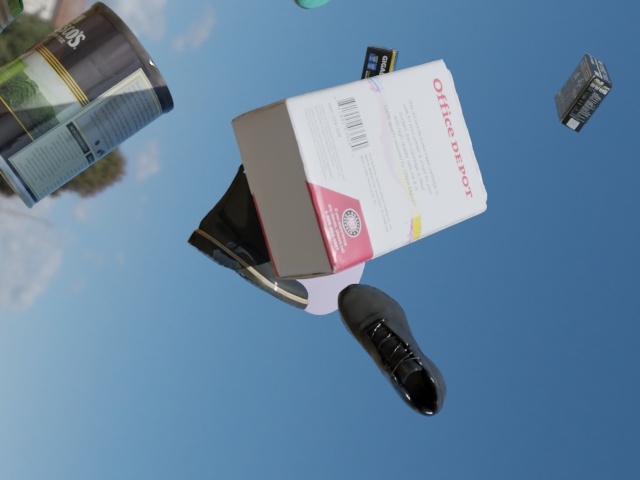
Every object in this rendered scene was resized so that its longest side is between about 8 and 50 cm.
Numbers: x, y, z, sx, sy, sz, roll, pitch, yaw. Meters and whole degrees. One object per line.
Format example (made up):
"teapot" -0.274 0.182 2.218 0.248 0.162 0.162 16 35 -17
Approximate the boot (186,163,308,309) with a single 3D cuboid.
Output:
"boot" -0.070 -0.002 1.378 0.137 0.198 0.077 -59 -152 -7

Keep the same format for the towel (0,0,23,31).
"towel" -0.631 -0.459 1.910 0.152 0.023 0.113 -26 -100 36

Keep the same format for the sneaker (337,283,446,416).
"sneaker" 0.135 0.196 1.767 0.109 0.286 0.130 -40 -178 4

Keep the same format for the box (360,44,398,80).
"box" 0.130 -0.333 2.499 0.257 0.079 0.322 -54 156 -77

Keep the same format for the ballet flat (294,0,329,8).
"ballet flat" 0.042 -0.468 1.567 0.247 0.083 0.087 -48 -177 -26

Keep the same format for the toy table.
"toy table" 0.000 0.000 2.056 0.161 0.252 0.274 -105 -148 -76

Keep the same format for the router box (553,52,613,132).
"router box" 0.419 -0.237 1.570 0.092 0.038 0.122 -58 -173 28

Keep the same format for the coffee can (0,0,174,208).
"coffee can" -0.395 -0.207 1.511 0.275 0.201 0.201 -38 -162 -13

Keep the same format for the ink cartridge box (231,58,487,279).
"ink cartridge box" 0.058 -0.097 1.312 0.131 0.306 0.226 -11 -83 49
